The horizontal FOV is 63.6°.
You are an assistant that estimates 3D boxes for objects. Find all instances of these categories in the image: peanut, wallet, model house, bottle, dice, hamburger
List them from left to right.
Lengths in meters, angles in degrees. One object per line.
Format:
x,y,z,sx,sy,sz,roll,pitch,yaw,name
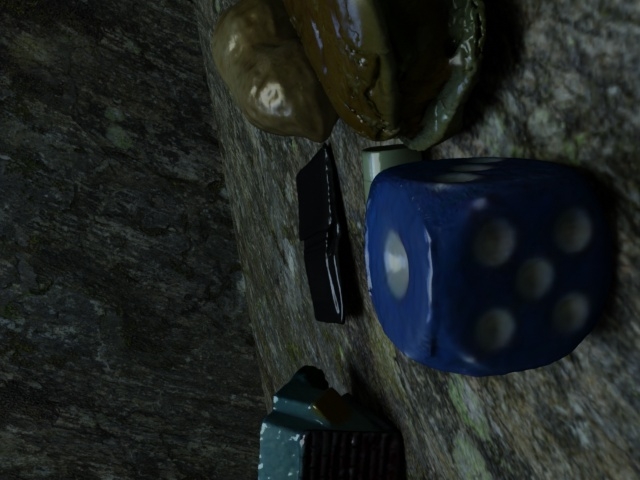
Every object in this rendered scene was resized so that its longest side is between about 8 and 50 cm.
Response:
-0.067,-0.281,0.821,0.387,0.170,0.192,-122,30,-43,peanut
0.000,0.000,0.998,0.247,0.041,0.322,158,104,-73,wallet
0.045,0.399,0.915,0.230,0.249,0.280,-23,-61,-67,model house
0.037,-0.226,0.487,0.265,0.134,0.284,94,161,-65,hamburger
0.092,-0.010,0.614,0.072,0.072,0.201,-145,46,-68,bottle
0.118,0.012,0.404,0.146,0.146,0.143,-141,44,-68,dice
